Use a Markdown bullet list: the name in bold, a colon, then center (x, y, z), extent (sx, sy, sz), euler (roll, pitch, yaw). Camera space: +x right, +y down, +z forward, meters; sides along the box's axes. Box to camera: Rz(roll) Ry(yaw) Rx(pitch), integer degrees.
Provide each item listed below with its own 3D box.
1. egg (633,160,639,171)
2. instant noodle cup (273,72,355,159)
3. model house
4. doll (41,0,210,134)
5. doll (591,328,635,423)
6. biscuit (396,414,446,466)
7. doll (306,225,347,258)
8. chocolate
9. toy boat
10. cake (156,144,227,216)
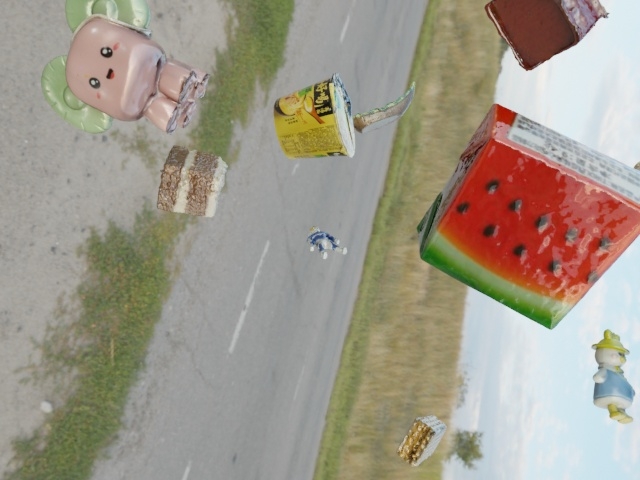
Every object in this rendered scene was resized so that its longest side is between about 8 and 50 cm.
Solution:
- **egg**: center (1.000, -0.203, 1.500), extent (0.096, 0.080, 0.080), euler (36, 59, -37)
- **instant noodle cup**: center (-0.009, -0.215, 0.900), extent (0.151, 0.122, 0.152), euler (-9, 90, -72)
- **model house**: center (0.529, -0.537, 1.114), extent (0.254, 0.196, 0.160), euler (-40, -173, -31)
- **doll**: center (-0.379, -0.326, 0.952), extent (0.284, 0.268, 0.216), euler (-59, -173, 16)
- **doll**: center (0.780, 0.360, 1.319), extent (0.099, 0.135, 0.241), euler (96, 7, -66)
- **biscuit**: center (0.249, 0.471, 1.173), extent (0.094, 0.054, 0.378), euler (-58, 155, -5)
- **doll**: center (0.000, 0.000, 1.776), extent (0.227, 0.113, 0.057), euler (-139, -144, -57)
- **chocolate**: center (0.406, -0.035, 0.980), extent (0.161, 0.360, 0.341), euler (-50, 166, -54)
- **toy boat**: center (0.247, -0.487, 1.844), extent (0.099, 0.292, 0.108), euler (62, 1, 13)
- **cake**: center (-0.314, -0.141, 1.216), extent (0.135, 0.147, 0.135), euler (-91, -159, -55)
